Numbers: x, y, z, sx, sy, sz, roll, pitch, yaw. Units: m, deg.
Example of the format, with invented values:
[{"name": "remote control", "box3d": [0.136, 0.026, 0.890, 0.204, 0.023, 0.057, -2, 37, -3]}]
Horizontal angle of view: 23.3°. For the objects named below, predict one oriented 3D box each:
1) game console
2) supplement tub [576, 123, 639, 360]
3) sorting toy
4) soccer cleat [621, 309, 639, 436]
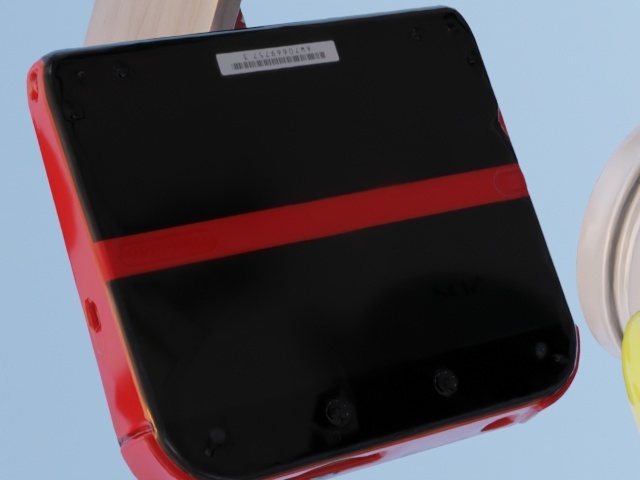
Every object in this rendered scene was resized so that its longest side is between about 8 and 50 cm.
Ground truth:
[{"name": "game console", "box3d": [0.000, 0.000, 1.159, 0.386, 0.060, 0.342, -11, -104, -31]}, {"name": "supplement tub", "box3d": [0.340, 0.033, 0.974, 0.228, 0.316, 0.228, -13, -68, -36]}, {"name": "sorting toy", "box3d": [-0.114, -0.236, 1.456, 0.089, 0.255, 0.257, 8, -72, -32]}, {"name": "soccer cleat", "box3d": [0.170, 0.156, 0.527, 0.289, 0.121, 0.093, 58, -159, 6]}]
